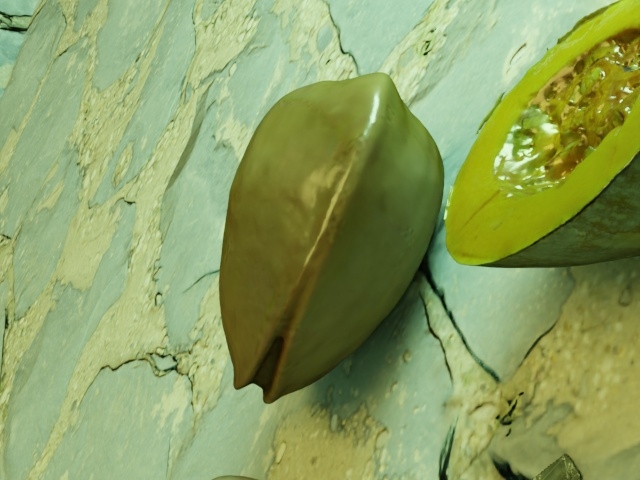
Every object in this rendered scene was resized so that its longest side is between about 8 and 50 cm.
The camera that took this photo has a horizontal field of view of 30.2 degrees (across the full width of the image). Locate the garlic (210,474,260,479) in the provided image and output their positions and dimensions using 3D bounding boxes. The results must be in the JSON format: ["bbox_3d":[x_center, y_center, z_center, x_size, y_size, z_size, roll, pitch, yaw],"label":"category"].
[{"bbox_3d":[-0.068,0.274,0.901,0.128,0.090,0.198,129,147,-54],"label":"garlic"}]

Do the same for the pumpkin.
[{"bbox_3d":[0.184,-0.054,0.719,0.217,0.110,0.217,-52,17,23],"label":"pumpkin"}]

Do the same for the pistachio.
[{"bbox_3d":[0.000,0.000,0.916,0.213,0.162,0.261,86,-158,-78],"label":"pistachio"}]

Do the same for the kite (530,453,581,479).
[{"bbox_3d":[0.132,0.232,0.646,0.141,0.015,0.245,-57,27,18],"label":"kite"}]
